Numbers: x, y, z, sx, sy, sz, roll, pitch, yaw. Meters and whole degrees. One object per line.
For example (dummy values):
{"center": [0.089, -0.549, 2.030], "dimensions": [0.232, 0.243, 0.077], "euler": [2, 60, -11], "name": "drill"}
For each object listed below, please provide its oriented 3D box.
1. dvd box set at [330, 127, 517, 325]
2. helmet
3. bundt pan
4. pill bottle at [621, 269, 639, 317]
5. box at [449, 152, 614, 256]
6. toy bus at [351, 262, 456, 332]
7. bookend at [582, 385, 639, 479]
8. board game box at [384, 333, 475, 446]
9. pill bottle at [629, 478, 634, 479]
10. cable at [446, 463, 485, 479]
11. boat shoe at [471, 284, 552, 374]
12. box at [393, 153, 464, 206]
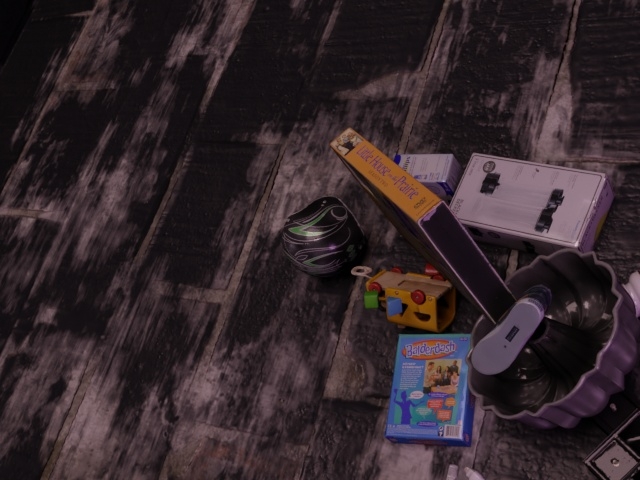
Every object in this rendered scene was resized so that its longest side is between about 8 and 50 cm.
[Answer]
{"center": [0.190, -0.031, 1.598], "dimensions": [0.062, 0.308, 0.420], "euler": [-41, 30, 1], "name": "dvd box set"}
{"center": [0.000, 0.000, 1.863], "dimensions": [0.161, 0.169, 0.169], "euler": [-33, 49, -12], "name": "helmet"}
{"center": [0.415, 0.183, 1.479], "dimensions": [0.331, 0.124, 0.331], "euler": [-43, 27, 28], "name": "bundt pan"}
{"center": [0.604, 0.081, 1.506], "dimensions": [0.152, 0.086, 0.086], "euler": [-27, 52, 15], "name": "pill bottle"}
{"center": [0.415, -0.066, 1.705], "dimensions": [0.289, 0.087, 0.169], "euler": [13, 70, 36], "name": "box"}
{"center": [0.174, 0.124, 1.724], "dimensions": [0.190, 0.105, 0.202], "euler": [-8, 20, -7], "name": "toy bus"}
{"center": [0.490, 0.331, 1.432], "dimensions": [0.156, 0.072, 0.157], "euler": [-43, 49, 1], "name": "bookend"}
{"center": [0.216, 0.284, 1.637], "dimensions": [0.160, 0.047, 0.210], "euler": [-4, 61, 29], "name": "board game box"}
{"center": [0.611, 0.377, 1.247], "dimensions": [0.361, 0.204, 0.204], "euler": [-29, 52, 13], "name": "pill bottle"}
{"center": [0.240, 0.528, 1.378], "dimensions": [0.257, 0.089, 0.257], "euler": [37, 117, 43], "name": "cable"}
{"center": [0.331, 0.155, 1.457], "dimensions": [0.065, 0.083, 0.183], "euler": [42, 128, 12], "name": "boat shoe"}
{"center": [0.234, -0.123, 1.821], "dimensions": [0.137, 0.126, 0.072], "euler": [3, 65, 32], "name": "box"}
